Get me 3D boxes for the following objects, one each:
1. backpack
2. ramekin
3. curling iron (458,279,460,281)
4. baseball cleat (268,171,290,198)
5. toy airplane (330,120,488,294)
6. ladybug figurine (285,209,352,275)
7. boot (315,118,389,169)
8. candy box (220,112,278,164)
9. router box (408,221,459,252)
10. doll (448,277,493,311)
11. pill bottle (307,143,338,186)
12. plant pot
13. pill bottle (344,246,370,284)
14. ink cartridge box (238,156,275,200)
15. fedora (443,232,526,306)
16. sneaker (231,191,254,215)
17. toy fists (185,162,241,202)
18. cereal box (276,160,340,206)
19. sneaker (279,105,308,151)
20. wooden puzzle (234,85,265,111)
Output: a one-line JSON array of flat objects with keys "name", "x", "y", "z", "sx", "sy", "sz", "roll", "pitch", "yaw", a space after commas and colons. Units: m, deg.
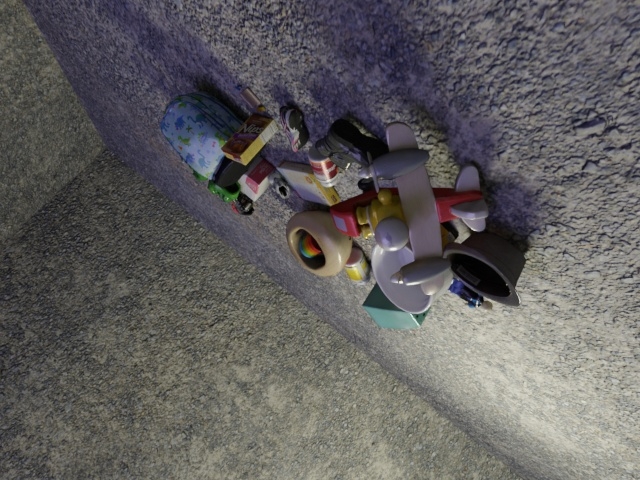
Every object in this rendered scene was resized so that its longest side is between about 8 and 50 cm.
[{"name": "backpack", "x": -0.434, "y": -0.408, "z": 1.976, "sx": 0.290, "sy": 0.273, "sz": 0.355, "roll": -40, "pitch": 80, "yaw": 37}, {"name": "ramekin", "x": 0.316, "y": 0.097, "z": 1.753, "sx": 0.277, "sy": 0.135, "sz": 0.277, "roll": 36, "pitch": 140, "yaw": 38}, {"name": "curling iron", "x": 0.504, "y": 0.143, "z": 1.786, "sx": 0.068, "sy": 0.035, "sz": 0.274, "roll": 49, "pitch": 159, "yaw": -13}, {"name": "baseball cleat", "x": -0.162, "y": -0.211, "z": 2.108, "sx": 0.109, "sy": 0.072, "sz": 0.206, "roll": 58, "pitch": -175, "yaw": 11}, {"name": "toy airplane", "x": 0.238, "y": -0.061, "z": 1.330, "sx": 0.386, "sy": 0.272, "sz": 0.384, "roll": 37, "pitch": 132, "yaw": 2}, {"name": "ladybug figurine", "x": 0.000, "y": 0.000, "z": 2.177, "sx": 0.305, "sy": 0.162, "sz": 0.449, "roll": 57, "pitch": 156, "yaw": -6}, {"name": "boot", "x": 0.109, "y": -0.250, "z": 1.526, "sx": 0.247, "sy": 0.083, "sz": 0.161, "roll": 37, "pitch": 158, "yaw": -5}, {"name": "candy box", "x": -0.251, "y": -0.362, "z": 1.825, "sx": 0.109, "sy": 0.186, "sz": 0.053, "roll": 26, "pitch": 158, "yaw": 34}, {"name": "router box", "x": 0.326, "y": -0.030, "z": 1.569, "sx": 0.179, "sy": 0.133, "sz": 0.046, "roll": 46, "pitch": 162, "yaw": -21}, {"name": "doll", "x": 0.500, "y": 0.183, "z": 1.748, "sx": 0.189, "sy": 0.046, "sz": 0.129, "roll": 31, "pitch": 144, "yaw": 32}, {"name": "pill bottle", "x": 0.013, "y": -0.252, "z": 1.733, "sx": 0.086, "sy": 0.086, "sz": 0.152, "roll": 29, "pitch": 160, "yaw": 29}, {"name": "plant pot", "x": 0.344, "y": 0.284, "z": 2.241, "sx": 0.234, "sy": 0.165, "sz": 0.165, "roll": 3, "pitch": 140, "yaw": 49}, {"name": "pill bottle", "x": 0.162, "y": 0.119, "z": 2.281, "sx": 0.103, "sy": 0.103, "sz": 0.184, "roll": 25, "pitch": 156, "yaw": 38}, {"name": "ink cartridge box", "x": -0.347, "y": -0.325, "z": 2.209, "sx": 0.283, "sy": 0.117, "sz": 0.207, "roll": 40, "pitch": 162, "yaw": 0}, {"name": "fedora", "x": 0.490, "y": 0.064, "z": 1.484, "sx": 0.243, "sy": 0.124, "sz": 0.275, "roll": 49, "pitch": 166, "yaw": -21}, {"name": "sneaker", "x": -0.417, "y": -0.215, "z": 2.634, "sx": 0.135, "sy": 0.097, "sz": 0.276, "roll": 30, "pitch": 161, "yaw": 29}, {"name": "toy fists", "x": -0.466, "y": -0.276, "z": 2.213, "sx": 0.279, "sy": 0.096, "sz": 0.142, "roll": 43, "pitch": 163, "yaw": -13}, {"name": "cereal box", "x": -0.049, "y": -0.221, "z": 1.986, "sx": 0.240, "sy": 0.047, "sz": 0.173, "roll": 20, "pitch": 153, "yaw": 48}, {"name": "sneaker", "x": -0.092, "y": -0.377, "z": 1.702, "sx": 0.077, "sy": 0.072, "sz": 0.178, "roll": 43, "pitch": 158, "yaw": 30}, {"name": "wooden puzzle", "x": -0.243, "y": -0.493, "z": 1.783, "sx": 0.116, "sy": 0.014, "sz": 0.079, "roll": 49, "pitch": 155, "yaw": -26}]
